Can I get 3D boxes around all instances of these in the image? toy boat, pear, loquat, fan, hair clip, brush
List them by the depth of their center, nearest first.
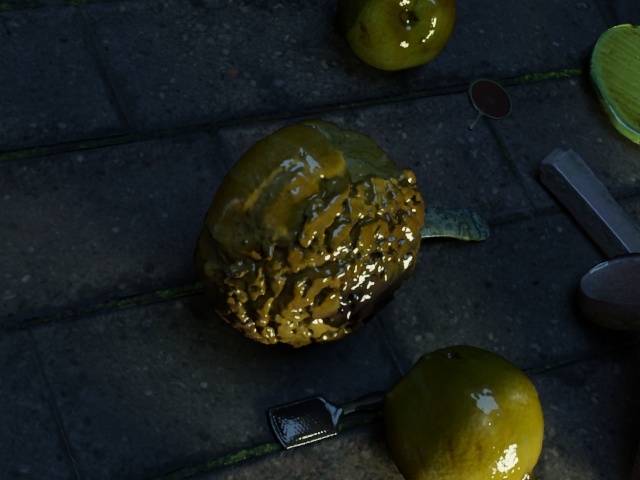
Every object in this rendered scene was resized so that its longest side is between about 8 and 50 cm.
[{"bbox_3d":[0.204,0.261,1.795,0.246,0.213,0.213,46,52,10],"label":"loquat"},{"bbox_3d":[0.018,0.234,1.836,0.193,0.016,0.063,-12,67,-31],"label":"brush"},{"bbox_3d":[0.167,-0.020,2.054,0.229,0.036,0.066,-6,57,-29],"label":"hair clip"},{"bbox_3d":[0.508,0.087,2.063,0.155,0.227,0.085,-64,141,-50],"label":"toy boat"},{"bbox_3d":[0.122,-0.366,2.155,0.200,0.200,0.200,12,56,-19],"label":"pear"},{"bbox_3d":[0.276,-0.225,2.253,0.085,0.005,0.133,36,51,-2],"label":"fan"}]

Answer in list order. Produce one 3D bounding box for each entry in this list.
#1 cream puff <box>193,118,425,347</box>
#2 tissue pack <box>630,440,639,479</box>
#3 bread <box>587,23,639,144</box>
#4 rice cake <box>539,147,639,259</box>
[{"bbox_3d":[0.000,0.000,1.774,0.327,0.343,0.231,-40,68,-18],"label":"cream puff"},{"bbox_3d":[0.597,0.248,1.929,0.259,0.122,0.361,14,94,-15],"label":"tissue pack"},{"bbox_3d":[0.603,-0.268,2.413,0.301,0.045,0.301,14,55,-21],"label":"bread"},{"bbox_3d":[0.485,-0.003,2.182,0.072,0.056,0.365,-28,75,-41],"label":"rice cake"}]
